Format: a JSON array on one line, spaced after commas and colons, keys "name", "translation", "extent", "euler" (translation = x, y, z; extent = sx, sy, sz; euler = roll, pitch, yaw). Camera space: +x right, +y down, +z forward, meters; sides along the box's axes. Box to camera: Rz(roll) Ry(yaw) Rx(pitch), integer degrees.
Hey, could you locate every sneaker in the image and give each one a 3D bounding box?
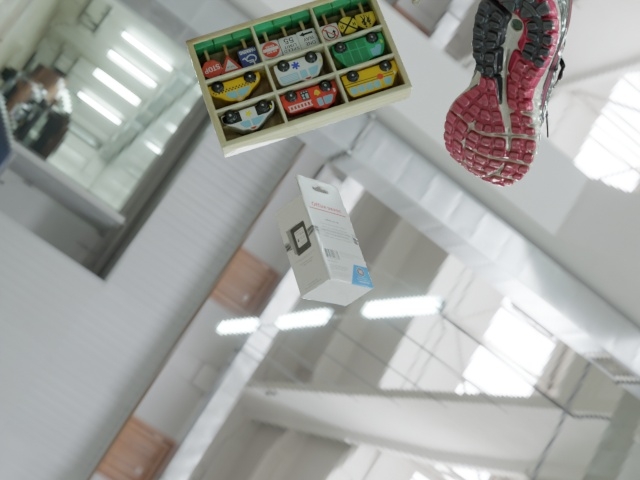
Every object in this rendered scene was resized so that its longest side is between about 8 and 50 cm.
[{"name": "sneaker", "translation": [0.233, -0.186, 1.191], "extent": [0.112, 0.121, 0.299], "euler": [-47, 159, -39]}]

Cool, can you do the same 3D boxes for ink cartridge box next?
[{"name": "ink cartridge box", "translation": [0.000, 0.000, 1.493], "extent": [0.060, 0.104, 0.180], "euler": [-35, -121, 30]}]

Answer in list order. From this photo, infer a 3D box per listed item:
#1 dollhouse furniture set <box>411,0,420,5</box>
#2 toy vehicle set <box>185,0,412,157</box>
[{"name": "dollhouse furniture set", "translation": [0.084, -0.454, 1.468], "extent": [0.129, 0.184, 0.129], "euler": [126, -31, -43]}, {"name": "toy vehicle set", "translation": [-0.030, -0.230, 1.362], "extent": [0.267, 0.166, 0.035], "euler": [-19, 164, -7]}]
